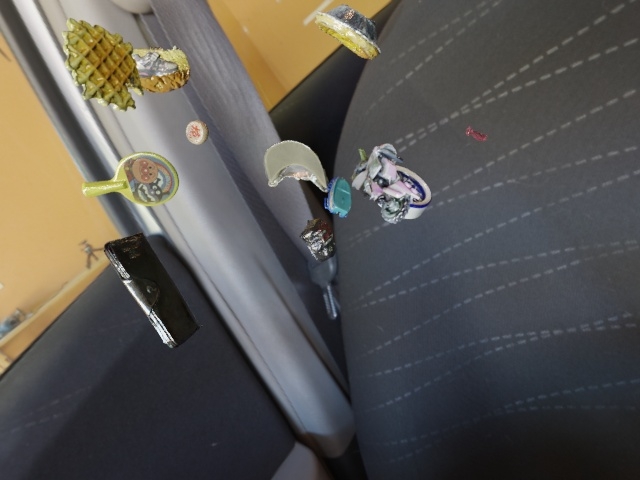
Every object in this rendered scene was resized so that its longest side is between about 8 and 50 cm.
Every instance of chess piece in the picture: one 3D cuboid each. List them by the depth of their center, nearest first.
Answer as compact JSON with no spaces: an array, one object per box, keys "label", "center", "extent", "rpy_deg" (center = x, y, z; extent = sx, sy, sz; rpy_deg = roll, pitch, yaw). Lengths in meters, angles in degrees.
[{"label":"chess piece","center":[-0.439,-0.385,1.589],"extent":[0.083,0.084,0.038],"rpy_deg":[-29,-2,24]}]

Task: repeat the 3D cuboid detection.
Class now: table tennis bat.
[{"label":"table tennis bat","center":[-0.739,-0.226,1.729],"extent":[0.368,0.224,0.054],"rpy_deg":[-9,31,-3]}]

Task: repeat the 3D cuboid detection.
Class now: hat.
[{"label":"hat","center":[-0.069,-0.262,1.494],"extent":[0.214,0.245,0.149],"rpy_deg":[8,47,7]}]

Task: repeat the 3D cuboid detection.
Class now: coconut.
[{"label":"coconut","center":[0.152,-0.258,1.678],"extent":[0.158,0.055,0.133],"rpy_deg":[104,171,-67]}]

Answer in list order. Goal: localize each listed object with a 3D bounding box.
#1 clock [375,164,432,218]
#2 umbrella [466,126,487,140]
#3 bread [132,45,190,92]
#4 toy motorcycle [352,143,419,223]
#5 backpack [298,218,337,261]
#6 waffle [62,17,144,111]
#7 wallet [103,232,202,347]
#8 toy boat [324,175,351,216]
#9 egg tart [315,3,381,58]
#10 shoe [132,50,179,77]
[{"label":"clock","center":[0.299,-0.184,1.666],"extent":[0.083,0.230,0.230],"rpy_deg":[-63,-3,39]},{"label":"umbrella","center":[0.516,-0.346,1.462],"extent":[0.165,0.025,0.027],"rpy_deg":[-1,-41,-49]},{"label":"bread","center":[-0.698,-0.723,1.911],"extent":[0.260,0.160,0.147],"rpy_deg":[-13,-24,-22]},{"label":"toy motorcycle","center":[0.211,-0.198,1.437],"extent":[0.188,0.143,0.327],"rpy_deg":[-56,36,18]},{"label":"backpack","center":[0.002,-0.001,1.765],"extent":[0.106,0.165,0.120],"rpy_deg":[-21,27,33]},{"label":"waffle","center":[-0.628,-0.506,1.300],"extent":[0.056,0.261,0.250],"rpy_deg":[-11,2,26]},{"label":"wallet","center":[-0.434,0.126,1.170],"extent":[0.045,0.318,0.172],"rpy_deg":[-30,3,11]},{"label":"toy boat","center":[0.048,-0.142,1.475],"extent":[0.110,0.091,0.175],"rpy_deg":[-42,34,48]},{"label":"egg tart","center":[0.095,-0.642,1.354],"extent":[0.094,0.234,0.234],"rpy_deg":[-56,12,17]},{"label":"shoe","center":[-0.636,-0.676,1.694],"extent":[0.180,0.092,0.089],"rpy_deg":[-13,31,-19]}]
